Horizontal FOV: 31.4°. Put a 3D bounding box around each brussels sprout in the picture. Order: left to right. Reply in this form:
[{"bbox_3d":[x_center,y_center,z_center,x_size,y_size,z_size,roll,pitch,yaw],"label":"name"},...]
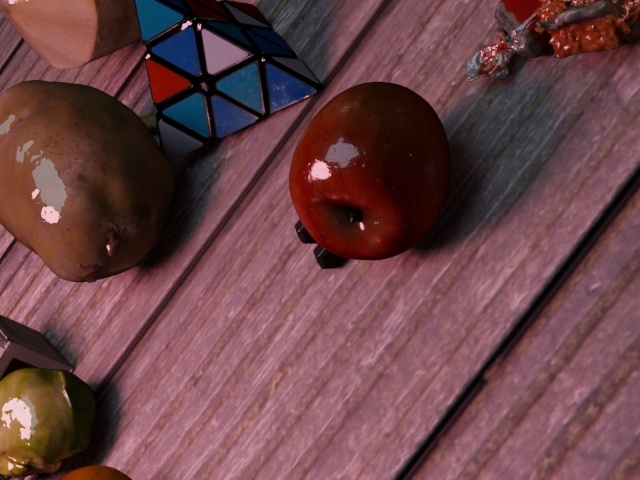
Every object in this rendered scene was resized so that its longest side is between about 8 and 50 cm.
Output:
[{"bbox_3d":[-0.382,0.244,1.540,0.183,0.131,0.145,-20,74,37],"label":"brussels sprout"}]

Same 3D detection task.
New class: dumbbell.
[{"bbox_3d":[0.000,0.000,1.359,0.040,0.036,0.083,-50,39,10],"label":"dumbbell"}]

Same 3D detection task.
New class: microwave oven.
[{"bbox_3d":[-0.484,0.226,1.660,0.162,0.122,0.208,29,88,51],"label":"microwave oven"}]

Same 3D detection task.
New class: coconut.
[{"bbox_3d":[-0.403,-0.440,1.855,0.323,0.323,0.323,-26,48,34],"label":"coconut"}]

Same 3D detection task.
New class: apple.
[{"bbox_3d":[0.055,-0.074,1.246,0.181,0.181,0.168,-25,26,35],"label":"apple"}]

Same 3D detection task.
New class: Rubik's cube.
[{"bbox_3d":[-0.153,-0.304,1.628,0.284,0.250,0.234,-26,26,33],"label":"Rubik's cube"}]

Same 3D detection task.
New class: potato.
[{"bbox_3d":[-0.347,-0.089,1.631,0.243,0.221,0.326,-41,57,-22],"label":"potato"}]

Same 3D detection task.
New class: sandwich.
[{"bbox_3d":[0.306,-0.271,1.139,0.184,0.109,0.160,-1,91,12],"label":"sandwich"}]

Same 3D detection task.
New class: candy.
[{"bbox_3d":[0.266,-0.279,1.242,0.292,0.059,0.086,-46,39,13],"label":"candy"}]

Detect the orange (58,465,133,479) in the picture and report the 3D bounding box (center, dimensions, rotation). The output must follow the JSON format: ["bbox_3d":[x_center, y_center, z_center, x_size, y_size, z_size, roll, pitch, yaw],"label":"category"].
[{"bbox_3d":[-0.263,0.345,1.348,0.156,0.134,0.157,-177,90,-85],"label":"orange"}]

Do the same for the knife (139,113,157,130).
[{"bbox_3d":[-0.186,-0.179,1.695,0.297,0.017,0.047,-5,62,41],"label":"knife"}]
